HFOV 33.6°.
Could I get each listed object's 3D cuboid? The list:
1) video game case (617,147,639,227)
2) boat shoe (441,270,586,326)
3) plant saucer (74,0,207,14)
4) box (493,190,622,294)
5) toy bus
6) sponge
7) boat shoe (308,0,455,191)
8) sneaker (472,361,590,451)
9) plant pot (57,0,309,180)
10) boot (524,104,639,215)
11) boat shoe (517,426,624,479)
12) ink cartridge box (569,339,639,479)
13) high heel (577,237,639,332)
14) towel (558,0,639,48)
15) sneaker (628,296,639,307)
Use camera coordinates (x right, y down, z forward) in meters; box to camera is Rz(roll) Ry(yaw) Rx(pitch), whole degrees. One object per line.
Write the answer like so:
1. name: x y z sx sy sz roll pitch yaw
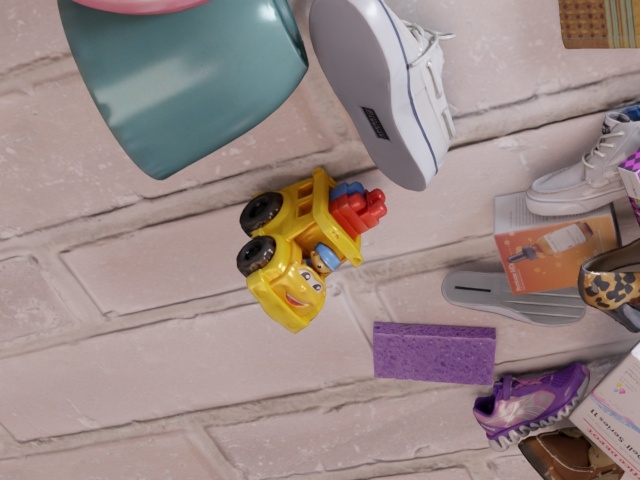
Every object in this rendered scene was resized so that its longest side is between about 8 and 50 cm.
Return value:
1. video game case: 0.519 -0.082 1.419 0.232 0.042 0.210 -37 122 -11
2. boat shoe: 0.307 0.085 1.685 0.226 0.083 0.076 13 177 10
3. plant saucer: -0.181 -0.382 1.210 0.332 0.332 0.084 2 154 9
4. box: 0.355 -0.004 1.579 0.170 0.091 0.130 -11 128 19
5. toy bus: 0.000 0.000 1.574 0.211 0.220 0.149 -26 125 22
6. sponge: 0.195 0.195 1.827 0.210 0.031 0.117 2 131 9
7. boat shoe: 0.110 -0.231 1.394 0.136 0.156 0.367 21 155 38
8. sneaker: 0.354 0.271 1.831 0.104 0.095 0.236 47 122 -6
9. plant pot: -0.155 -0.255 1.337 0.235 0.293 0.293 -22 125 9
10. boot: 0.401 -0.123 1.477 0.258 0.095 0.123 -15 121 12
11. boat shoe: 0.447 0.364 1.826 0.120 0.122 0.324 -48 147 12
12. ink cartridge box: 0.528 0.278 1.655 0.207 0.119 0.353 43 155 16
13. high heel: 0.473 0.000 1.486 0.186 0.093 0.261 31 97 -43
14. towel: 0.460 -0.344 1.250 0.370 0.040 0.271 5 133 25
15. sneaker: 0.595 0.065 1.584 0.302 0.108 0.121 -29 118 31
